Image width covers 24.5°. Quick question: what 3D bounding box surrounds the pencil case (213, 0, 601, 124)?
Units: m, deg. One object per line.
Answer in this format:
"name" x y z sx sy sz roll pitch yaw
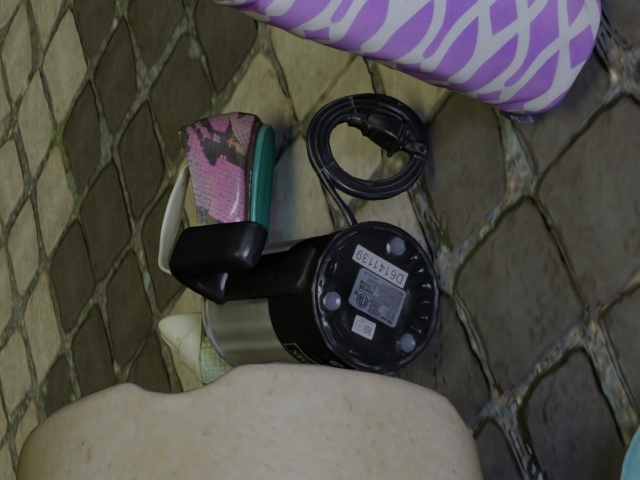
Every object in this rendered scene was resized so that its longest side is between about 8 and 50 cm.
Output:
"pencil case" 0.038 -0.123 0.690 0.086 0.206 0.088 -61 37 17

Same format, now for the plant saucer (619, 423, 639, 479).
"plant saucer" 0.175 0.121 0.626 0.119 0.021 0.119 0 90 58

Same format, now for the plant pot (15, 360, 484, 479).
"plant pot" -0.025 0.232 0.654 0.334 0.334 0.305 -40 47 50

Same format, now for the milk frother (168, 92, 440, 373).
"milk frother" 0.000 0.000 0.860 0.143 0.129 0.135 -52 22 -25

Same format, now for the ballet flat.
"ballet flat" -0.066 0.027 0.955 0.077 0.079 0.221 33 -126 -76
